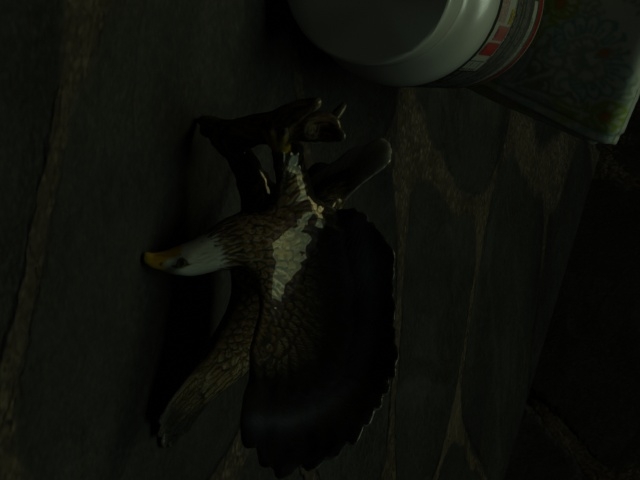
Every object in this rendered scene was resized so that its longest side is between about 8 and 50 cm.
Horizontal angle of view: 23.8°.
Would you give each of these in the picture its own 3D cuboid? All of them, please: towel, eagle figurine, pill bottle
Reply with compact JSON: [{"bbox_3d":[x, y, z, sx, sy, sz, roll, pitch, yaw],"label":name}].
[{"bbox_3d":[0.263,-0.324,1.782,0.090,0.320,0.374,-39,150,-55],"label":"towel"},{"bbox_3d":[-0.045,0.035,1.305,0.226,0.225,0.298,-22,106,-81],"label":"eagle figurine"},{"bbox_3d":[0.103,-0.265,1.598,0.363,0.210,0.210,-17,112,-71],"label":"pill bottle"}]

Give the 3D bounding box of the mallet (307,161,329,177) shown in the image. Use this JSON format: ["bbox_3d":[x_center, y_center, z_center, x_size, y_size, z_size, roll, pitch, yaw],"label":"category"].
[{"bbox_3d":[0.000,0.000,1.663,0.062,0.039,0.190,-69,161,-44],"label":"mallet"}]
